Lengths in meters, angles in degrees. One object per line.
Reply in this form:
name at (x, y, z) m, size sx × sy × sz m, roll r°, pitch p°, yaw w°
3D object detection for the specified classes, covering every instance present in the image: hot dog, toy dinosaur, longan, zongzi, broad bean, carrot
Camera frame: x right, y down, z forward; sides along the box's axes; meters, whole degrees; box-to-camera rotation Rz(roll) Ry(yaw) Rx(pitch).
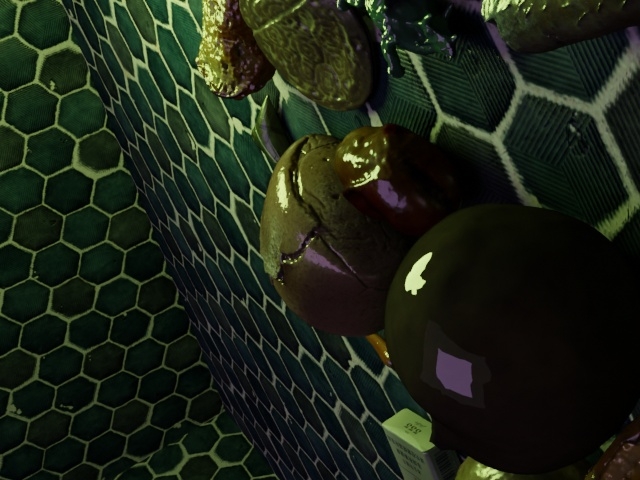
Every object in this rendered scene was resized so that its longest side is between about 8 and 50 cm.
hot dog at (-0.131, -0.359, 1.328) m, size 0.175 × 0.114 × 0.259 m, roll 56°, pitch 151°, yaw 30°
toy dinosaur at (0.070, -0.281, 0.986) m, size 0.292 × 0.079 × 0.120 m, roll 38°, pitch 144°, yaw 47°
longan at (0.205, 0.102, 0.876) m, size 0.297 × 0.297 × 0.297 m, roll 50°, pitch 157°, yaw 30°
zongzi at (-0.079, -0.198, 1.516) m, size 0.104 × 0.052 × 0.113 m, roll 47°, pitch 144°, yaw 16°
broad bean at (0.101, -0.083, 1.108) m, size 0.156 × 0.122 × 0.228 m, roll 42°, pitch 177°, yaw -28°
carrot at (0.119, 0.207, 1.585) m, size 0.142 × 0.035 × 0.035 m, roll 46°, pitch 156°, yaw 55°

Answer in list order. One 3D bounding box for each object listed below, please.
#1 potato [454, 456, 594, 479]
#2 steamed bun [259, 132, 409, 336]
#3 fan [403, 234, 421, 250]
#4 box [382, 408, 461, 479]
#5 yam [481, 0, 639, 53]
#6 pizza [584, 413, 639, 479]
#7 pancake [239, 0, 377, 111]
potato at (0.309, 0.390, 1.069) m, size 0.301 × 0.289 × 0.237 m, roll -75°, pitch -2°, yaw -48°
steamed bun at (0.000, 0.000, 1.319) m, size 0.301 × 0.199 × 0.251 m, roll 57°, pitch 163°, yaw 30°
fan at (0.149, 0.030, 1.296) m, size 0.335 × 0.011 × 0.229 m, roll 61°, pitch 162°, yaw 4°
box at (0.225, 0.474, 1.617) m, size 0.168 × 0.071 × 0.259 m, roll 16°, pitch 130°, yaw 63°
yam at (0.231, -0.211, 0.659) m, size 0.093 × 0.093 × 0.259 m, roll 65°, pitch 160°, yaw -11°
pizza at (0.382, 0.284, 0.885) m, size 0.188 × 0.080 × 0.204 m, roll 22°, pitch 109°, yaw 19°
pancake at (-0.017, -0.285, 1.172) m, size 0.250 × 0.031 × 0.250 m, roll 32°, pitch 153°, yaw 18°
